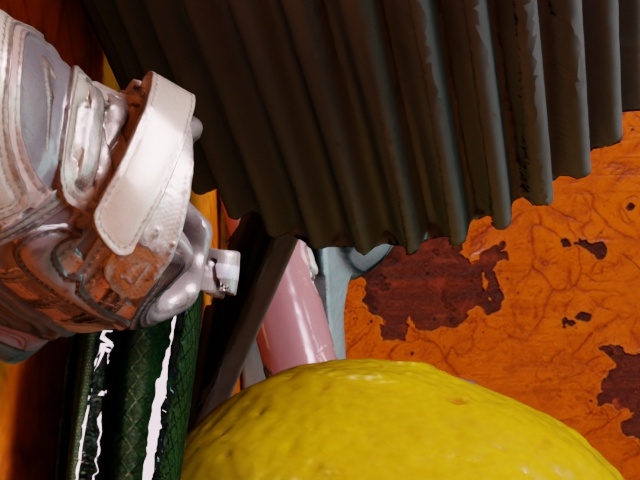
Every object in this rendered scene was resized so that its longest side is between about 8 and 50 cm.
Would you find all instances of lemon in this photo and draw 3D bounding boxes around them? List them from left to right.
[{"bbox_3d":[0.042,0.186,0.746,0.245,0.320,0.245,17,90,-70],"label":"lemon"}]

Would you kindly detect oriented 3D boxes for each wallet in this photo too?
[{"bbox_3d":[-0.087,0.117,0.626,0.160,0.055,0.236,102,-6,-55],"label":"wallet"}]

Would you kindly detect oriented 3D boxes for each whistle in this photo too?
[{"bbox_3d":[0.000,0.000,1.329,0.163,0.163,0.290,-81,170,-71],"label":"whistle"}]

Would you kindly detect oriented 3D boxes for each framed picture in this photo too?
[{"bbox_3d":[-0.037,-0.008,0.970,0.209,0.019,0.281,-84,-164,-56],"label":"framed picture"}]

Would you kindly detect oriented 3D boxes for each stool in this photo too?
[{"bbox_3d":[0.009,-0.187,0.632,0.330,0.297,0.297,66,22,-68],"label":"stool"}]

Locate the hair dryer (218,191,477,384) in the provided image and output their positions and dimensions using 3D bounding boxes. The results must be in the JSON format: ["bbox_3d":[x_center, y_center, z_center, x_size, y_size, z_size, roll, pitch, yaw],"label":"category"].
[{"bbox_3d":[0.005,0.082,1.169,0.125,0.210,0.352,57,17,-73],"label":"hair dryer"}]

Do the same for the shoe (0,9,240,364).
[{"bbox_3d":[-0.082,-0.013,0.508,0.180,0.092,0.089,81,9,-63],"label":"shoe"}]
